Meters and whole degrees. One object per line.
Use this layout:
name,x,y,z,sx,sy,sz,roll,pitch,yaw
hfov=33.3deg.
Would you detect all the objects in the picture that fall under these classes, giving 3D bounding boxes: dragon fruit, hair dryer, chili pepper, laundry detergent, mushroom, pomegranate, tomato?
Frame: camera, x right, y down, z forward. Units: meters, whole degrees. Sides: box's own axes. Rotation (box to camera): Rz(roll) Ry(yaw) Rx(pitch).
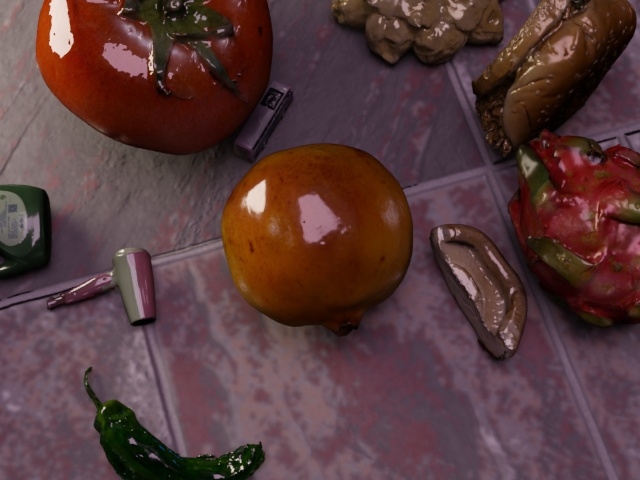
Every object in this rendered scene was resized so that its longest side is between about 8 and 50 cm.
dragon fruit,0.385,-0.021,1.463,0.237,0.231,0.302,-36,63,-2
hair dryer,-0.310,0.076,1.510,0.154,0.054,0.106,-11,73,5
chili pepper,-0.219,0.270,1.421,0.279,0.065,0.122,25,61,6
laundry detergent,-0.494,-0.009,1.524,0.211,0.063,0.137,-6,75,-3
mushroom,0.232,0.064,1.506,0.094,0.072,0.209,-29,75,-10
pomegranate,0.000,0.000,1.442,0.264,0.264,0.264,0,68,-1
tomato,-0.226,-0.276,1.531,0.341,0.273,0.341,5,70,-15

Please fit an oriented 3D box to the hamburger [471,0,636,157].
hamburger,0.331,-0.254,1.546,0.286,0.243,0.146,-44,77,0

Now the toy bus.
toy bus,-0.086,-0.182,1.606,0.037,0.052,0.130,26,70,11

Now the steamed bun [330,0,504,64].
steamed bun,0.171,-0.417,1.663,0.295,0.137,0.292,39,70,15
